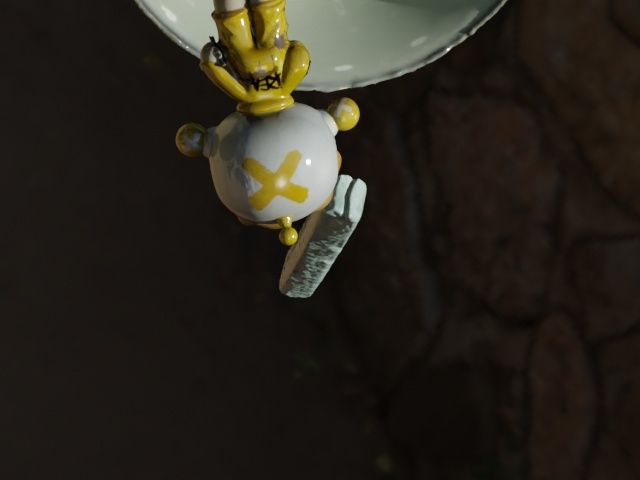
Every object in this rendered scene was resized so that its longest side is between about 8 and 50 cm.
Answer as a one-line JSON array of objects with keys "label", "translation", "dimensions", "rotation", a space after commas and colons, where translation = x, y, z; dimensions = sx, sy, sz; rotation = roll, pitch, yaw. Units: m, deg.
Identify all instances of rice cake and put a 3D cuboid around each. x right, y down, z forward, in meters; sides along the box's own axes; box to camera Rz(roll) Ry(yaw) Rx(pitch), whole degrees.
[{"label": "rice cake", "translation": [0.000, -0.001, 1.289], "dimensions": [0.029, 0.171, 0.033], "rotation": [13, 68, -6]}]

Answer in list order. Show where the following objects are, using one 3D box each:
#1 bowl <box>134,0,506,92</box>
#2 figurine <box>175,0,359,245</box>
[{"label": "bowl", "translation": [-0.008, -0.285, 1.390], "dimensions": [0.337, 0.337, 0.157], "rotation": [30, 10, -23]}, {"label": "figurine", "translation": [-0.027, -0.076, 1.150], "dimensions": [0.101, 0.143, 0.068], "rotation": [13, 12, -8]}]
